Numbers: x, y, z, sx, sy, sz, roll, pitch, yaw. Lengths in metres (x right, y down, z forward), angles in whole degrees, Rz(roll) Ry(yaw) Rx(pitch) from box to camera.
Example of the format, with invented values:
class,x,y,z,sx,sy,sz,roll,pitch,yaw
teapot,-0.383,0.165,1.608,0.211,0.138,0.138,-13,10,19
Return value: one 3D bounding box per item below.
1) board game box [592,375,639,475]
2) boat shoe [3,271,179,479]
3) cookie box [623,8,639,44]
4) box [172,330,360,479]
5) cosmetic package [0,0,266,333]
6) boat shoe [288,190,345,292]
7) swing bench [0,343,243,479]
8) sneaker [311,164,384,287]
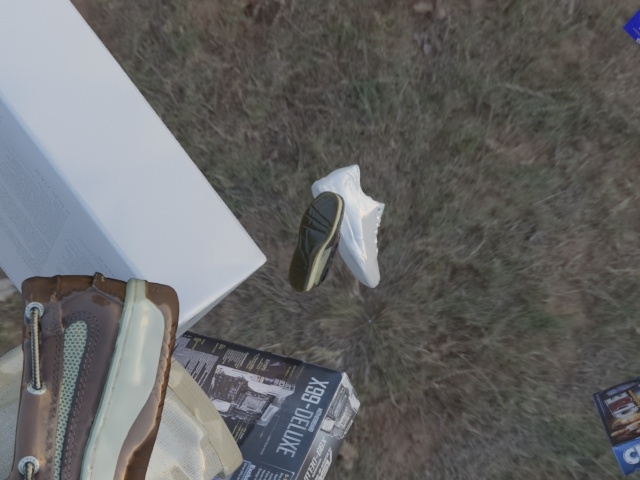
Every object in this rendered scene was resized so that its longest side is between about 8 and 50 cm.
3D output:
class,x,y,z,sx,sy,sz,roll,pitch,yaw
board game box,0.459,0.227,1.261,0.165,0.243,0.042,-24,92,12
boat shoe,-0.139,0.139,0.458,0.095,0.095,0.257,13,66,-13
cookie box,0.477,-0.294,1.300,0.040,0.107,0.092,-43,85,-8
box,-0.129,0.252,0.986,0.242,0.076,0.307,10,56,26
cosmetic package,-0.234,-0.068,0.775,0.097,0.284,0.377,-37,90,-32
boat shoe,0.000,0.000,1.289,0.056,0.049,0.152,39,118,31
swing bench,-0.234,0.174,0.610,0.254,0.253,0.165,-32,91,42
sneaker,0.068,-0.022,1.508,0.094,0.080,0.212,-32,120,-15
